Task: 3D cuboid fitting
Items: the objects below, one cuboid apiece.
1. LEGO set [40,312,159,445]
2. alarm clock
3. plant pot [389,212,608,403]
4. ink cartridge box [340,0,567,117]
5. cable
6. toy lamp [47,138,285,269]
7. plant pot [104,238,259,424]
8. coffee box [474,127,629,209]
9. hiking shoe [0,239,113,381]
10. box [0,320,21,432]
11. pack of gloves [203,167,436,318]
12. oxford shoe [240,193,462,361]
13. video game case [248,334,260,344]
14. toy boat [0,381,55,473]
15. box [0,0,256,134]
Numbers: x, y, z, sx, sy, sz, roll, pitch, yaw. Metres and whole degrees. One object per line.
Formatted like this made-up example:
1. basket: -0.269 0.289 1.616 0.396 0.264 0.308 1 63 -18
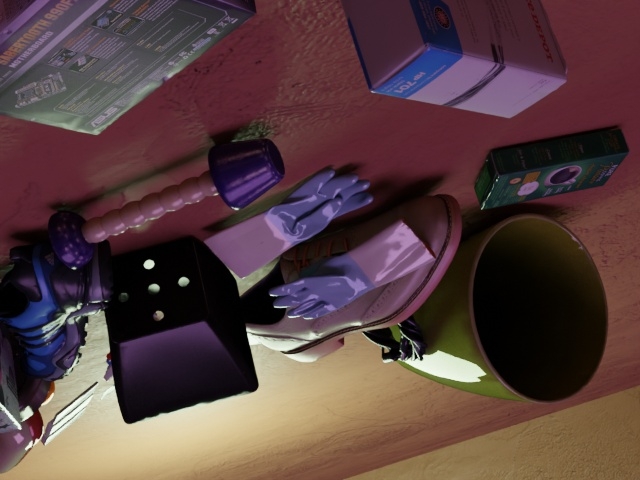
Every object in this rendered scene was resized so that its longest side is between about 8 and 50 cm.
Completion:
1. LEGO set: -0.314 0.188 1.804 0.244 0.060 0.182 -40 174 -27
2. alarm clock: -0.429 0.177 1.719 0.192 0.129 0.064 -37 160 -13
3. plant pot: 0.235 0.118 1.883 0.274 0.275 0.293 0 171 -35
4. ink cartridge box: 0.117 -0.196 1.105 0.190 0.140 0.082 6 150 -43
5. cable: 0.087 0.104 1.818 0.047 0.184 0.150 -32 -165 -22
6. toy lamp: -0.170 -0.044 1.387 0.274 0.080 0.080 -20 159 18
7. plant pot: -0.201 0.106 1.622 0.187 0.188 0.167 -15 148 0
8. coffee box: 0.304 -0.094 1.634 0.184 0.040 0.113 -11 159 -9
9. hiking shoe: -0.358 0.082 1.568 0.132 0.113 0.304 7 144 -22
10. box: -0.473 0.153 1.555 0.142 0.163 0.247 -11 159 -6
11. pack of gloves: 0.000 0.000 1.592 0.232 0.046 0.195 -28 122 24
12. oxford shoe: 0.029 0.052 1.692 0.146 0.140 0.397 20 136 -35
13. video game case: -0.136 0.140 1.960 0.157 0.019 0.143 -5 157 -26
14. toy boat: -0.473 0.254 1.894 0.151 0.151 0.231 -36 175 -38
15. box: -0.198 -0.179 1.050 0.231 0.056 0.183 -31 153 35
